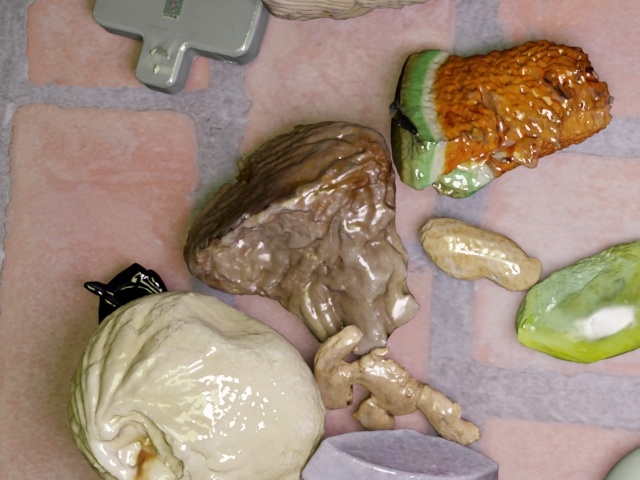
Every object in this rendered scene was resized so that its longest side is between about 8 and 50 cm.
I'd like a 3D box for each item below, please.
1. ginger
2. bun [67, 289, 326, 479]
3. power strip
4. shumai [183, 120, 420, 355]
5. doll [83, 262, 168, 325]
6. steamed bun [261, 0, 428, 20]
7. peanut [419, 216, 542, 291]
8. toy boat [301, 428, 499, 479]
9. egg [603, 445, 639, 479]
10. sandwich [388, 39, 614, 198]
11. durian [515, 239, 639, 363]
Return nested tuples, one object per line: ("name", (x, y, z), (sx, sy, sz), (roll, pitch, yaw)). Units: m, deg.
("ginger", (0.097, 0.221, 1.430), (0.259, 0.065, 0.149), (32, 132, -12))
("bun", (-0.177, 0.251, 1.385), (0.349, 0.227, 0.352), (1, 115, 21))
("power strip", (-0.215, -0.316, 1.544), (0.265, 0.059, 0.193), (16, 88, 14))
("shumai", (0.002, 0.002, 1.454), (0.346, 0.217, 0.283), (-37, 113, 25))
("doll", (-0.237, 0.125, 1.527), (0.249, 0.088, 0.127), (26, 74, 4))
("steamed bun", (0.049, -0.431, 1.354), (0.310, 0.324, 0.219), (-7, 82, 5))
("peanut", (0.217, 0.022, 1.419), (0.174, 0.080, 0.080), (21, 93, 12))
("toy boat", (0.115, 0.381, 1.403), (0.276, 0.111, 0.293), (-5, 115, -4))
("egg", (0.430, 0.338, 1.314), (0.149, 0.149, 0.192), (32, 94, 13))
("sandwich", (0.242, -0.157, 1.385), (0.301, 0.250, 0.162), (-8, 129, 5))
("durian", (0.376, 0.084, 1.361), (0.250, 0.101, 0.139), (-21, 83, 12))
